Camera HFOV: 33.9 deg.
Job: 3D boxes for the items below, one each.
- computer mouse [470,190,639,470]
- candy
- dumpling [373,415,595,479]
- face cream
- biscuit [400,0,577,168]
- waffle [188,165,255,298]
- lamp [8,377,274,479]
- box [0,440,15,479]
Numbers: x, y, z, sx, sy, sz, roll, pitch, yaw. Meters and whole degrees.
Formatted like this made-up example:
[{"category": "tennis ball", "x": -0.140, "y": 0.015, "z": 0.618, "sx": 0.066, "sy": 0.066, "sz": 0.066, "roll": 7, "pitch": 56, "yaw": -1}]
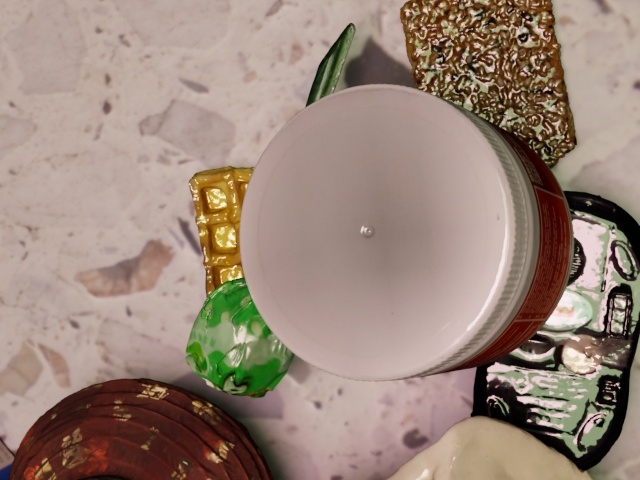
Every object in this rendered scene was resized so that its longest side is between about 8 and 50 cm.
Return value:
[{"category": "computer mouse", "x": 0.196, "y": 0.074, "z": 0.871, "sx": 0.137, "sy": 0.096, "sz": 0.233, "roll": 12, "pitch": 96, "yaw": 18}, {"category": "candy", "x": -0.027, "y": -0.028, "z": 0.866, "sx": 0.097, "sy": 0.097, "sz": 0.323, "roll": 18, "pitch": 89, "yaw": 9}, {"category": "dumpling", "x": 0.100, "y": 0.329, "z": 0.840, "sx": 0.315, "sy": 0.233, "sz": 0.395, "roll": 25, "pitch": 106, "yaw": -23}, {"category": "face cream", "x": 0.070, "y": -0.001, "z": 0.768, "sx": 0.201, "sy": 0.187, "sz": 0.201, "roll": -2, "pitch": 86, "yaw": 25}, {"category": "biscuit", "x": 0.151, "y": -0.105, "z": 0.907, "sx": 0.131, "sy": 0.026, "sz": 0.237, "roll": -11, "pitch": 89, "yaw": 12}, {"category": "waffle", "x": 0.000, "y": 0.000, "z": 0.924, "sx": 0.210, "sy": 0.055, "sz": 0.160, "roll": -10, "pitch": 91, "yaw": 11}, {"category": "lamp", "x": -0.151, "y": 0.233, "z": 0.878, "sx": 0.247, "sy": 0.247, "sz": 0.247, "roll": 0, "pitch": 92, "yaw": 11}, {"category": "box", "x": -0.391, "y": 0.362, "z": 1.005, "sx": 0.343, "sy": 0.065, "sz": 0.200, "roll": -41, "pitch": 84, "yaw": 9}]
